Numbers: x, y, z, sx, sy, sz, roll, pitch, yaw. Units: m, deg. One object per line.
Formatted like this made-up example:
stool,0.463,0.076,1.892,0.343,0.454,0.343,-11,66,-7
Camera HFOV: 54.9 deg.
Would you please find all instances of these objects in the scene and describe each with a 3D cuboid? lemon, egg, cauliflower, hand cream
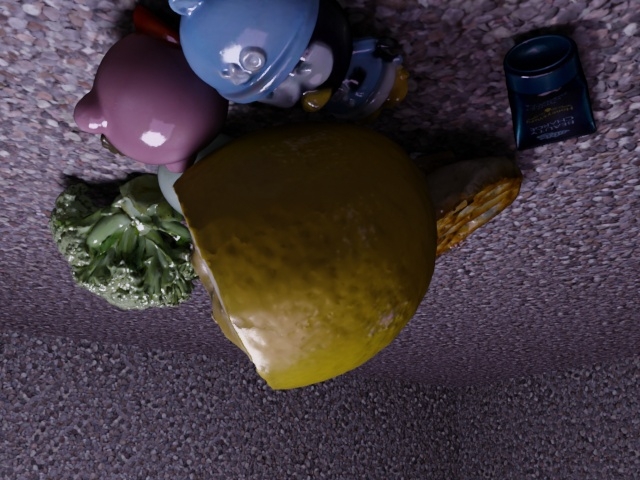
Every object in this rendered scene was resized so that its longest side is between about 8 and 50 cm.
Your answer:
lemon,0.000,0.000,0.824,0.364,0.364,0.364,2,158,1
egg,-0.167,-0.098,0.995,0.192,0.149,0.149,10,157,-35
cauliflower,-0.352,-0.006,1.177,0.275,0.272,0.250,4,132,-43
hand cream,0.318,-0.192,0.859,0.120,0.061,0.270,-13,162,22

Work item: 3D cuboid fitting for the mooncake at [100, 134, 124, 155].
mooncake,-0.478,-0.161,1.012,0.347,0.057,0.150,-13,142,18

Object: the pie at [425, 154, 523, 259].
pie,0.210,-0.041,1.054,0.315,0.092,0.315,-27,161,-10

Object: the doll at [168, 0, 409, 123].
doll,-0.032,-0.216,0.705,0.314,0.141,0.177,14,149,-40

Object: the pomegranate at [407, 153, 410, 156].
pomegranate,0.061,-0.087,1.026,0.169,0.148,0.148,-23,148,34

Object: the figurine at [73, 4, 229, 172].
figurine,-0.201,-0.177,0.780,0.173,0.173,0.173,2,158,1

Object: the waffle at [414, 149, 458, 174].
waffle,0.208,-0.114,1.090,0.092,0.021,0.135,-8,156,25
